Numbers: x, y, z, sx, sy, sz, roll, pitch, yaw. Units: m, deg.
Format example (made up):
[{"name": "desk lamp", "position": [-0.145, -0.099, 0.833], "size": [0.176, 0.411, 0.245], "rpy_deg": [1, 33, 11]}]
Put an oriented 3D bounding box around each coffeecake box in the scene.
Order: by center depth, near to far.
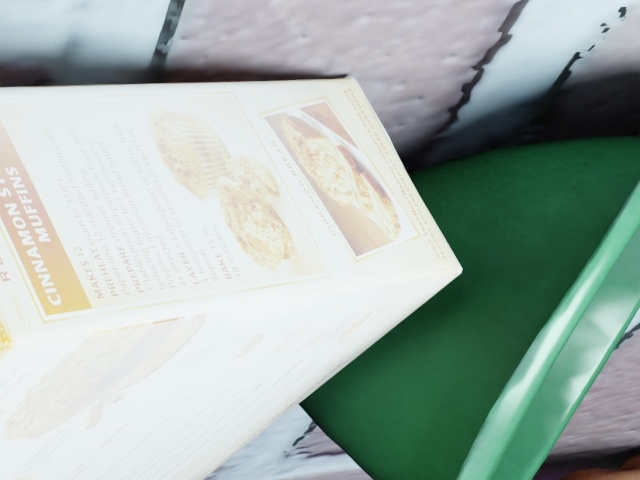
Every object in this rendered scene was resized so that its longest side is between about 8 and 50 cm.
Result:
[{"name": "coffeecake box", "position": [-0.078, 0.027, 0.450], "size": [0.185, 0.068, 0.142], "rpy_deg": [-8, 153, -50]}]

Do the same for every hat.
[{"name": "hat", "position": [0.000, 0.000, 0.560], "size": [0.208, 0.183, 0.173], "rpy_deg": [-58, 165, -3]}]

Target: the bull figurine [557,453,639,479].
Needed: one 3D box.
[{"name": "bull figurine", "position": [0.203, 0.166, 0.951], "size": [0.310, 0.101, 0.188], "rpy_deg": [5, 154, -36]}]
